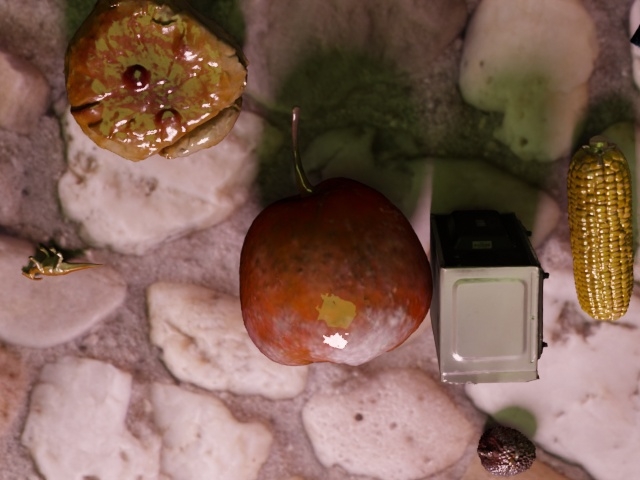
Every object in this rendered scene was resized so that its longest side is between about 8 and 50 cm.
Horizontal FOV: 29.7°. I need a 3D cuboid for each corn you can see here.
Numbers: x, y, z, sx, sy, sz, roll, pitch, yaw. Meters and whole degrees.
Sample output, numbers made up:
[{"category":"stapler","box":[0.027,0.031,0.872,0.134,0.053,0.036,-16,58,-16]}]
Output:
[{"category":"corn","box":[0.345,-0.011,1.485,0.080,0.080,0.238,-6,108,3]}]

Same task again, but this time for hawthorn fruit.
[{"category":"hawthorn fruit","box":[0.016,0.037,1.442,0.231,0.263,0.235,15,145,-24]}]

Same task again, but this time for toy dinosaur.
[{"category":"toy dinosaur","box":[-0.331,0.027,1.533,0.113,0.026,0.041,-12,115,14]}]

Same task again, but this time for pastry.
[{"category":"pastry","box":[-0.195,-0.199,1.416,0.218,0.100,0.229,-13,110,5]}]

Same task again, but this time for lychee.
[{"category":"lychee","box":[0.243,0.278,1.591,0.083,0.068,0.067,12,67,-21]}]

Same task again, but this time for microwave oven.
[{"category":"microwave oven","box":[0.199,0.062,1.446,0.129,0.205,0.163,0,110,1]}]

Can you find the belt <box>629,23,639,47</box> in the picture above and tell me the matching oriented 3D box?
[{"category":"belt","box":[0.450,-0.221,1.379,0.190,0.141,0.082,24,106,-4]}]
